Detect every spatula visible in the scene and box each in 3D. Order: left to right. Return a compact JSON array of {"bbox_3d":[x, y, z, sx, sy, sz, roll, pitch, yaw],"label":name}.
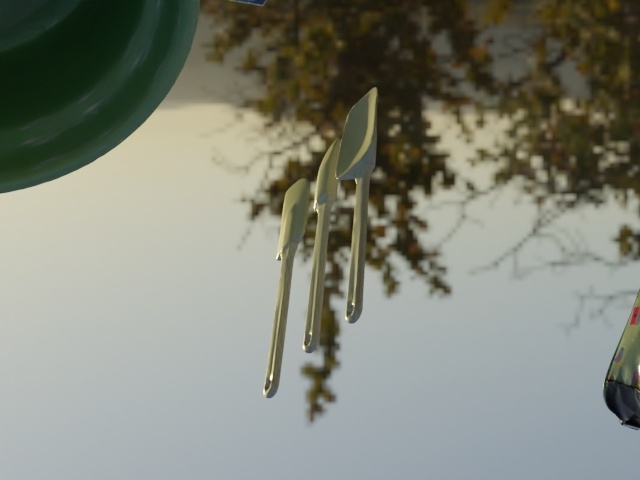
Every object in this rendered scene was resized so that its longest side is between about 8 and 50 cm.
[{"bbox_3d":[0.000,0.000,1.257,0.019,0.242,0.168,27,134,-21],"label":"spatula"}]

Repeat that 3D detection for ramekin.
[{"bbox_3d":[-0.248,-0.192,1.062,0.304,0.303,0.148,-3,-139,-20],"label":"ramekin"}]

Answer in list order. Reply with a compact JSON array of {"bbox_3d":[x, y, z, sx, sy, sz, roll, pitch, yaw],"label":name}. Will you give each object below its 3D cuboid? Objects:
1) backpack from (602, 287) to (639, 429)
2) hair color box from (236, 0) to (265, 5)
[{"bbox_3d":[0.337,0.076,1.238,0.166,0.188,0.144,19,171,-24],"label":"backpack"},{"bbox_3d":[-0.069,-0.409,1.678,0.105,0.173,0.347,7,165,-13],"label":"hair color box"}]
